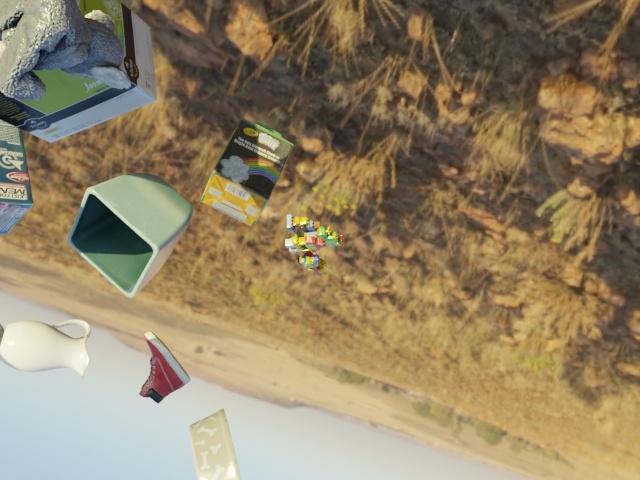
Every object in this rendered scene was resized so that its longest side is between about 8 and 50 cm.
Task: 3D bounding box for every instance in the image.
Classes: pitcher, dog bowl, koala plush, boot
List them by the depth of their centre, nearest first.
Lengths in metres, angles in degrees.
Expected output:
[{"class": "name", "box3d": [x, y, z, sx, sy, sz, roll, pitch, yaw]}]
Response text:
[{"class": "koala plush", "box3d": [-0.453, -0.362, 1.184, 0.203, 0.196, 0.221, -33, 156, 30]}, {"class": "pitcher", "box3d": [-0.696, 0.258, 1.651, 0.207, 0.125, 0.177, 15, -148, -22]}, {"class": "dog bowl", "box3d": [-0.263, 0.619, 1.670, 0.102, 0.348, 0.349, -11, 171, -13]}, {"class": "boot", "box3d": [-0.601, 0.459, 2.307, 0.244, 0.176, 0.088, 59, 168, -15]}]

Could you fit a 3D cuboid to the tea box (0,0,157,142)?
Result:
[{"class": "tea box", "box3d": [-0.601, -0.413, 1.437, 0.329, 0.219, 0.323, -16, 162, 19]}]

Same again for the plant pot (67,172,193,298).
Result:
[{"class": "plant pot", "box3d": [-0.504, -0.045, 1.809, 0.247, 0.252, 0.248, 41, 131, 1]}]

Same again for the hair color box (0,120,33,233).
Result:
[{"class": "hair color box", "box3d": [-0.820, -0.208, 1.605, 0.105, 0.347, 0.174, 2, 154, -47]}]

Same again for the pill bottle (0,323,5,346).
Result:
[{"class": "pill bottle", "box3d": [-0.931, 0.285, 1.653, 0.121, 0.221, 0.121, 60, -179, -1]}]

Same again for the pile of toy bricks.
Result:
[{"class": "pile of toy bricks", "box3d": [0.000, 0.000, 1.469, 0.105, 0.118, 0.212, -6, 158, 14]}]

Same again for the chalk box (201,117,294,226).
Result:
[{"class": "chalk box", "box3d": [-0.207, -0.225, 1.931, 0.180, 0.289, 0.179, 27, 146, -8]}]
